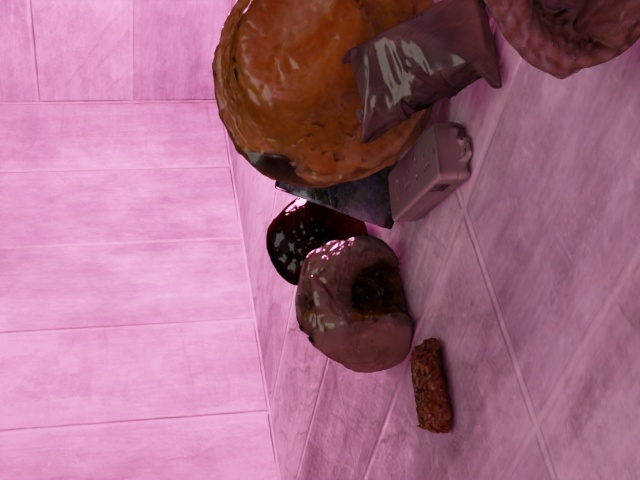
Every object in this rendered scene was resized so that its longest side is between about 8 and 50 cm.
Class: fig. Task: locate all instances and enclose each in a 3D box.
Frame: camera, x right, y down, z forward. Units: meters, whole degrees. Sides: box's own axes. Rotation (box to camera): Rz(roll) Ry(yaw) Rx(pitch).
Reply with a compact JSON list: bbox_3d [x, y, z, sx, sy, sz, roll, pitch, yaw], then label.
[{"bbox_3d":[-0.004,-0.003,2.287,0.263,0.224,0.224,-102,14,-62],"label":"fig"}]

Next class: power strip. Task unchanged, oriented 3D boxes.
[{"bbox_3d":[0.178,-0.108,1.785,0.338,0.058,0.098,129,137,-72],"label":"power strip"}]

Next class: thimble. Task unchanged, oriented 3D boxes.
[{"bbox_3d":[0.256,-0.305,1.089,0.148,0.196,0.229,-102,-15,-49],"label":"thimble"}]

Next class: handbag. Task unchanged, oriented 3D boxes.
[{"bbox_3d":[0.154,-0.260,1.566,0.270,0.117,0.182,-24,64,30],"label":"handbag"}]

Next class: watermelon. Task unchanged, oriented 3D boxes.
[{"bbox_3d":[0.031,-0.154,2.097,0.322,0.188,0.175,28,101,58],"label":"watermelon"}]

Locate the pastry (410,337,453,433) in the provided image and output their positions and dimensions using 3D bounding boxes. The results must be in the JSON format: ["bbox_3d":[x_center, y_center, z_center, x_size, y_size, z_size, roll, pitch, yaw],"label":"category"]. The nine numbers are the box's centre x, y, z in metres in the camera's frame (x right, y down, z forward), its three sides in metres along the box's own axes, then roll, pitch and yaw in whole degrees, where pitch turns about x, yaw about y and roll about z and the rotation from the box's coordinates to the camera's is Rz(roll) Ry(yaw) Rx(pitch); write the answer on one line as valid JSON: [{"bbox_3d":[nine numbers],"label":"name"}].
[{"bbox_3d":[0.186,0.250,1.803,0.087,0.063,0.169,108,156,-64],"label":"pastry"}]

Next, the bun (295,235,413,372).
[{"bbox_3d":[0.054,0.130,2.059,0.281,0.205,0.281,177,90,-80],"label":"bun"}]

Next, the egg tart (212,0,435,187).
[{"bbox_3d":[-0.003,-0.309,1.773,0.178,0.443,0.443,12,-106,-67],"label":"egg tart"}]
